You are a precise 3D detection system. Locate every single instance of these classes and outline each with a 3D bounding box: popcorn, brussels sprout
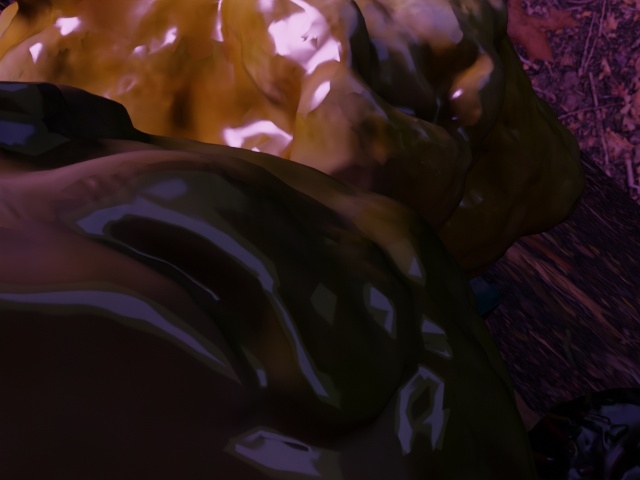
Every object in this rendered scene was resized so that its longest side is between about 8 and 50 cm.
[{"bbox_3d":[-0.040,-0.058,0.987,0.292,0.334,0.293,-50,133,-55],"label":"popcorn"},{"bbox_3d":[-0.083,0.087,0.508,0.328,0.328,0.247,11,76,-60],"label":"brussels sprout"}]

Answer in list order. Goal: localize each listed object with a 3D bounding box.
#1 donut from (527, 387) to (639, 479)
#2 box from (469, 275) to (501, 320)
[{"bbox_3d":[0.215,0.182,1.075,0.235,0.089,0.235,9,39,-8],"label":"donut"},{"bbox_3d":[0.000,0.000,1.249,0.245,0.092,0.153,44,15,9],"label":"box"}]
